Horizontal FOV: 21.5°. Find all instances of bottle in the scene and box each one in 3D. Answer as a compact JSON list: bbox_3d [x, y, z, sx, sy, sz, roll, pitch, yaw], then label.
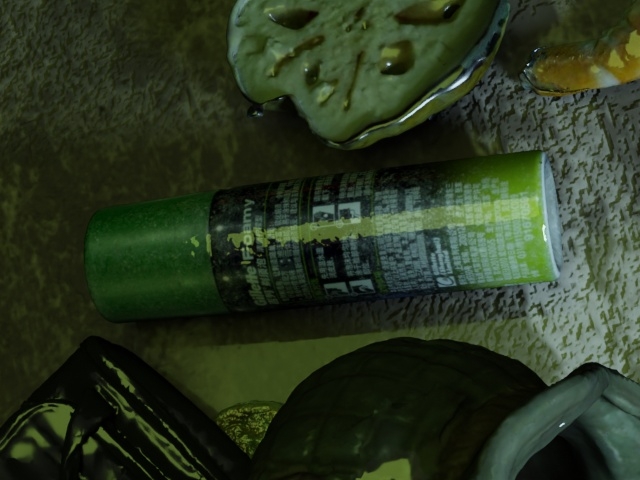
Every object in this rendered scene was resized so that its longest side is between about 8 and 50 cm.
[{"bbox_3d":[0.000,0.000,1.190,0.330,0.093,0.093,-6,72,13],"label":"bottle"}]

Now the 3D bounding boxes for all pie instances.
[{"bbox_3d":[-0.047,0.153,1.197,0.084,0.021,0.084,-3,73,11],"label":"pie"}]

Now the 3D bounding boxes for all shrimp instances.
[{"bbox_3d":[0.199,-0.184,1.221,0.166,0.049,0.161,-34,69,12],"label":"shrimp"}]

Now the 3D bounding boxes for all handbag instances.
[{"bbox_3d":[-0.143,0.227,1.161,0.244,0.088,0.275,-47,66,2],"label":"handbag"}]

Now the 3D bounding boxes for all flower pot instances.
[{"bbox_3d":[0.080,0.206,0.992,0.213,0.302,0.302,-3,72,35],"label":"flower pot"}]

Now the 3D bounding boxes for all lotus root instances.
[{"bbox_3d":[0.038,-0.140,1.233,0.203,0.078,0.183,-25,57,3],"label":"lotus root"}]
